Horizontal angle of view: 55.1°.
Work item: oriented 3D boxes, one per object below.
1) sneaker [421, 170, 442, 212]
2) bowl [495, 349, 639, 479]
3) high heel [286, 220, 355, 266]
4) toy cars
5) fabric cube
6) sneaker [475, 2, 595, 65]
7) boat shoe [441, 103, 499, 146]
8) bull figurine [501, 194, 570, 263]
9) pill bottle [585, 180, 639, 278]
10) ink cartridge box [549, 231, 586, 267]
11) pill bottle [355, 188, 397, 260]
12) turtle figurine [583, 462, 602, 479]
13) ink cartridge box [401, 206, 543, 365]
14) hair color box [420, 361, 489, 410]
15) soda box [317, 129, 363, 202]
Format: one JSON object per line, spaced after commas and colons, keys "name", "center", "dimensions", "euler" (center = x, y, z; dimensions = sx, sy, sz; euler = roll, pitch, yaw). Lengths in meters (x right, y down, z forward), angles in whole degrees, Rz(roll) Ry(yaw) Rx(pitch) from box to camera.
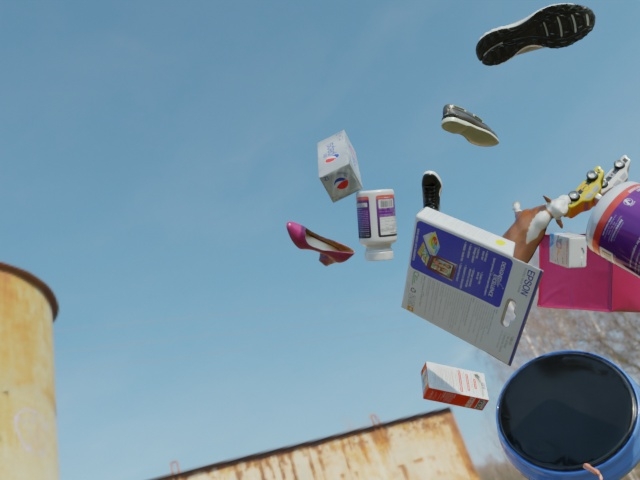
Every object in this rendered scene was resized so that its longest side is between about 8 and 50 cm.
{"name": "sneaker", "center": [0.436, -0.156, 2.404], "dimensions": [0.079, 0.121, 0.216], "euler": [0, -48, 18]}
{"name": "bowl", "center": [0.651, 0.459, 1.621], "dimensions": [0.391, 0.391, 0.077], "euler": [-27, -56, 14]}
{"name": "high heel", "center": [0.000, 0.000, 1.959], "dimensions": [0.117, 0.082, 0.244], "euler": [-24, -52, 30]}
{"name": "toy cars", "center": [0.956, -0.171, 2.074], "dimensions": [0.394, 0.087, 0.176], "euler": [-20, -43, -39]}
{"name": "fabric cube", "center": [0.902, 0.108, 2.045], "dimensions": [0.258, 0.254, 0.259], "euler": [4, -2, -41]}
{"name": "sneaker", "center": [0.514, -0.503, 1.474], "dimensions": [0.272, 0.100, 0.108], "euler": [-8, 21, 31]}
{"name": "boat shoe", "center": [0.462, -0.350, 1.872], "dimensions": [0.228, 0.068, 0.081], "euler": [17, -24, -33]}
{"name": "bull figurine", "center": [0.558, -0.011, 1.695], "dimensions": [0.310, 0.101, 0.188], "euler": [-57, 5, 12]}
{"name": "pill bottle", "center": [0.738, 0.015, 1.279], "dimensions": [0.182, 0.323, 0.181], "euler": [-20, -51, -27]}
{"name": "ink cartridge box", "center": [0.698, 0.025, 1.734], "dimensions": [0.052, 0.088, 0.122], "euler": [-3, 7, -5]}
{"name": "pill bottle", "center": [0.157, -0.043, 1.706], "dimensions": [0.108, 0.193, 0.108], "euler": [-4, 3, 0]}
{"name": "turtle figurine", "center": [0.499, 0.514, 1.027], "dimensions": [0.087, 0.269, 0.217], "euler": [32, -89, -19]}
{"name": "ink cartridge box", "center": [0.347, 0.106, 1.438], "dimensions": [0.072, 0.307, 0.303], "euler": [-40, -35, -41]}
{"name": "hair color box", "center": [0.357, 0.389, 1.640], "dimensions": [0.167, 0.093, 0.053], "euler": [12, -53, -5]}
{"name": "soda box", "center": [0.053, -0.221, 1.788], "dimensions": [0.098, 0.286, 0.091], "euler": [-25, -64, 11]}
